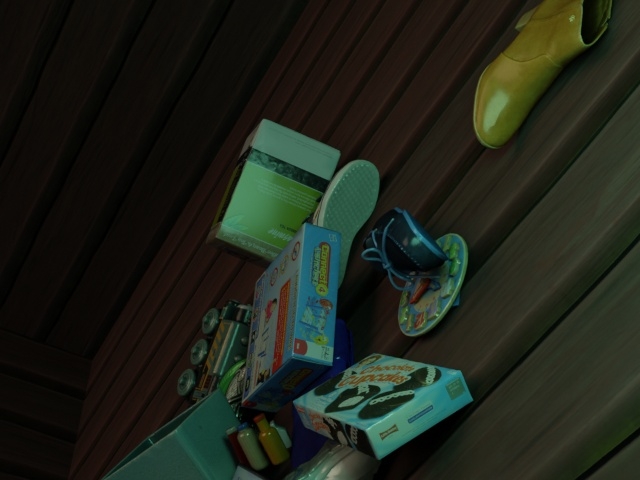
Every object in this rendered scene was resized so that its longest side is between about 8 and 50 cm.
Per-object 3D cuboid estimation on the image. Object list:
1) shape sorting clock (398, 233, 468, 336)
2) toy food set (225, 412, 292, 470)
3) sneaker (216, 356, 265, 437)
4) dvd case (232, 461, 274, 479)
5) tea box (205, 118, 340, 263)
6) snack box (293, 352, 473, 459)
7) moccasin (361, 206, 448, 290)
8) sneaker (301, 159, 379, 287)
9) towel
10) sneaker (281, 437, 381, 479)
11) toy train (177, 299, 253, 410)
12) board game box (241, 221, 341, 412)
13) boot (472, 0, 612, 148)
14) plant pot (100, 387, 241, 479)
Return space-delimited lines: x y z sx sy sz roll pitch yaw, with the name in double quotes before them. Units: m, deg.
"shape sorting clock" 0.201 0.080 1.718 0.206 0.040 0.206 -51 25 36
"toy food set" -0.131 0.411 1.983 0.111 0.105 0.232 -27 1 -1
"sneaker" -0.178 0.434 2.197 0.146 0.134 0.344 29 104 63
"dvd case" -0.147 0.582 1.840 0.180 0.022 0.253 13 79 48
"tea box" -0.132 -0.104 2.436 0.329 0.220 0.324 170 123 -79
"snack box" 0.095 0.271 1.595 0.187 0.060 0.322 -28 9 -21
"moccasin" 0.146 0.024 1.705 0.117 0.138 0.342 -40 2 1
"sneaker" 0.026 -0.040 2.168 0.127 0.126 0.321 27 95 64
"towel" 0.011 0.338 1.882 0.308 0.076 0.228 -91 24 -48
"sneaker" 0.044 0.409 1.660 0.297 0.129 0.111 -43 4 7
"toy train" -0.257 0.317 2.499 0.190 0.142 0.334 -1 65 55
"board game box" -0.063 0.168 1.991 0.302 0.086 0.308 132 149 -53
"boot" 0.377 -0.302 1.602 0.295 0.104 0.211 -66 19 -12
"plant pot" -0.273 0.517 2.035 0.248 0.252 0.247 -36 1 20
